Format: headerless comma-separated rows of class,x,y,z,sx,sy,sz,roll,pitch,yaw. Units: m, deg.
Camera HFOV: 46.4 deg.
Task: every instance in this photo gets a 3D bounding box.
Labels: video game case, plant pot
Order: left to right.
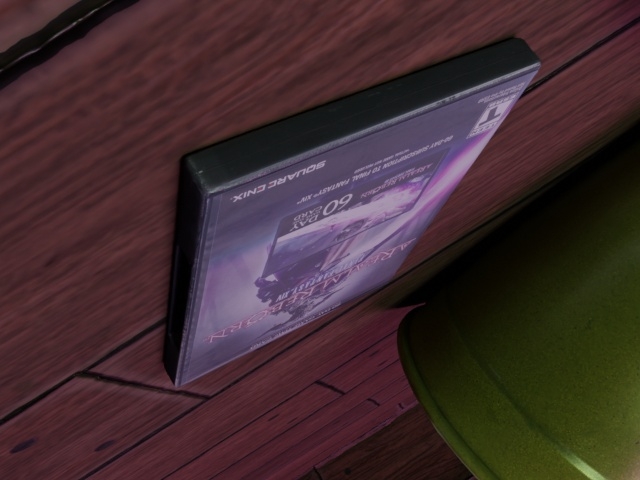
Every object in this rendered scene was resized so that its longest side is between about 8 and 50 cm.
video game case,0.000,0.000,0.464,0.196,0.026,0.274,-24,159,-24
plant pot,0.330,0.075,0.757,0.353,0.366,0.366,-53,155,22
